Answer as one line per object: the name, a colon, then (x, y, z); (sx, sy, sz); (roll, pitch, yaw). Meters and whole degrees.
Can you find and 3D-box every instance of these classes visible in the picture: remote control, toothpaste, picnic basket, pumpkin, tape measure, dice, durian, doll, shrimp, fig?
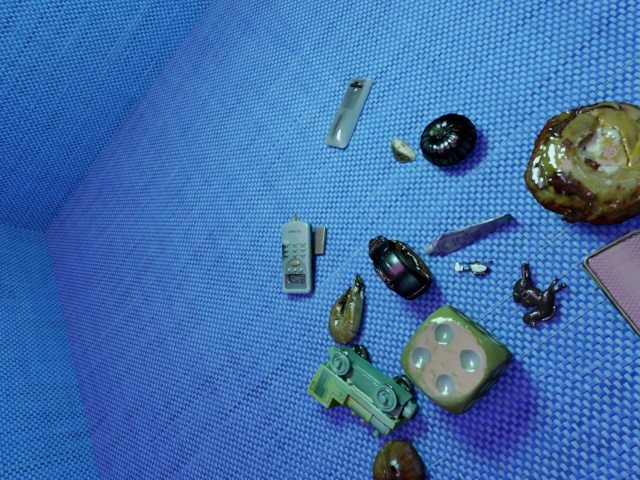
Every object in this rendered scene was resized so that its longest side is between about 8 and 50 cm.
remote control: (-0.092, 0.068, 1.735); (0.141, 0.056, 0.295); (-2, 87, 24)
remote control: (0.111, -0.540, 1.776); (0.110, 0.055, 0.312); (23, 91, 36)
toothpaste: (0.478, -0.020, 1.392); (0.301, 0.075, 0.048); (-25, 43, 30)
picnic basket: (0.816, 0.113, 1.082); (0.165, 0.139, 0.266); (-37, 60, 22)
pumpkin: (0.436, -0.345, 1.458); (0.195, 0.150, 0.194); (-10, 46, 11)
tape measure: (0.267, 0.097, 1.423); (0.135, 0.202, 0.222); (-46, 43, 19)
dice: (0.399, 0.349, 1.259); (0.233, 0.227, 0.238); (40, 100, 32)
durian: (0.306, -0.335, 1.613); (0.066, 0.052, 0.130); (-26, 61, -16)
doll: (0.629, 0.166, 1.251); (0.139, 0.057, 0.165); (30, 101, 33)
shrimp: (0.103, 0.251, 1.589); (0.145, 0.061, 0.266); (15, 89, 45)
fig: (0.228, 0.711, 1.297); (0.175, 0.207, 0.174); (-6, 74, 22)

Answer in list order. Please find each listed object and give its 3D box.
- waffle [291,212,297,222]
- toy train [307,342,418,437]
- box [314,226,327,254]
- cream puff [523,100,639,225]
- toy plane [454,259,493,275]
waffle: (-0.135, -0.010, 1.834); (0.125, 0.032, 0.190); (-31, 61, 27)
toy train: (0.147, 0.517, 1.445); (0.369, 0.150, 0.237); (30, 104, 36)
box: (0.000, 0.000, 1.738); (0.048, 0.025, 0.114); (-2, 77, 29)
cream puff: (0.729, -0.198, 1.162); (0.351, 0.228, 0.349); (-2, 76, 9)
toy plane: (0.495, 0.089, 1.375); (0.121, 0.031, 0.049); (-8, 69, 30)
